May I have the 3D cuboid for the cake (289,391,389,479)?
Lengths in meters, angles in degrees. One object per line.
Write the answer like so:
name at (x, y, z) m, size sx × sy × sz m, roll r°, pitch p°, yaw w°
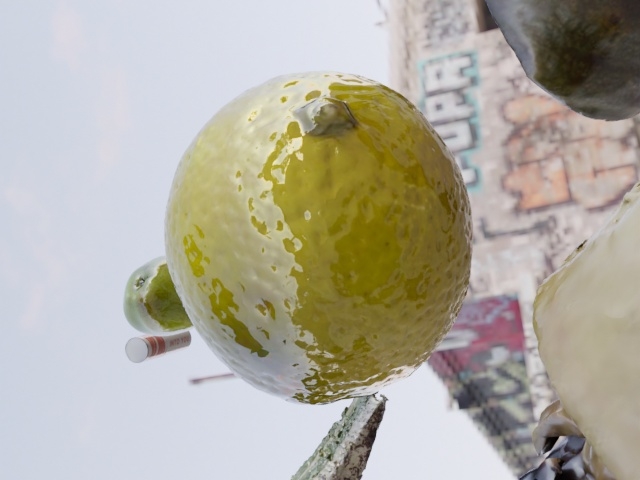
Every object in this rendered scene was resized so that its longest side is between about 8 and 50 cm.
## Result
cake at (0.020, 0.197, 1.118) m, size 0.055 × 0.051 × 0.140 m, roll 42°, pitch -100°, yaw -29°

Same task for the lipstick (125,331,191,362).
lipstick at (-0.235, 0.151, 1.845) m, size 0.131 × 0.038 × 0.038 m, roll -10°, pitch -91°, yaw -67°

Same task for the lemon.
lemon at (0.000, -0.001, 0.996) m, size 0.267 × 0.267 × 0.267 m, roll -12°, pitch -90°, yaw -67°

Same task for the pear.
pear at (-0.159, 0.055, 1.294) m, size 0.097 × 0.092 × 0.092 m, roll 50°, pitch -147°, yaw -78°

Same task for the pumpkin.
pumpkin at (0.189, -0.187, 0.830) m, size 0.254 × 0.130 × 0.149 m, roll 41°, pitch -136°, yaw -21°

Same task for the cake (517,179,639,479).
cake at (0.227, 0.136, 0.653) m, size 0.332 × 0.321 × 0.332 m, roll 28°, pitch -155°, yaw -14°
